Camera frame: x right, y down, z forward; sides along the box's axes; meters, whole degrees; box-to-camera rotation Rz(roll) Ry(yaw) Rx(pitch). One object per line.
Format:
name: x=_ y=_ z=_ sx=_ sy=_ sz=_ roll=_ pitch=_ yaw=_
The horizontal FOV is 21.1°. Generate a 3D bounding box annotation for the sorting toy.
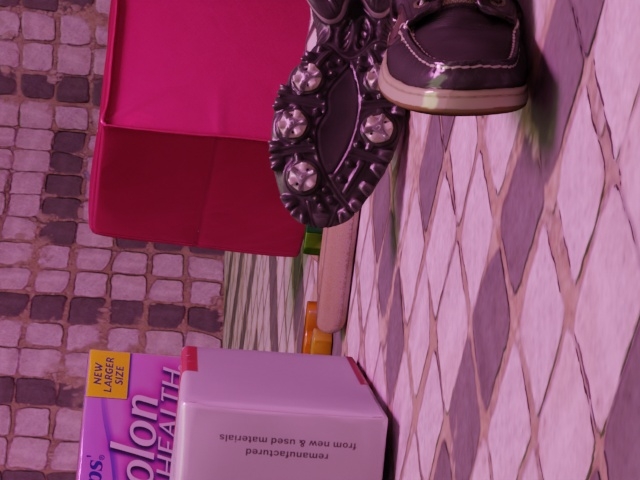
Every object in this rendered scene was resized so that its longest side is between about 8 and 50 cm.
sorting toy: x=0.000 y=0.000 z=1.702 sx=0.229 sy=0.041 sz=0.307 roll=-103 pitch=18 yaw=-70

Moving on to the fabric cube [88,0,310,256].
fabric cube: x=-0.124 y=-0.158 z=1.956 sx=0.258 sy=0.259 sz=0.254 roll=109 pitch=166 yaw=-62

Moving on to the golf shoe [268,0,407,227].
golf shoe: x=0.027 y=-0.130 z=1.397 sx=0.120 sy=0.105 sz=0.273 roll=65 pitch=-149 yaw=-69

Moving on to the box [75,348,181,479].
box: x=-0.115 y=0.232 z=1.669 sx=0.117 sy=0.243 sz=0.213 roll=104 pitch=170 yaw=-58

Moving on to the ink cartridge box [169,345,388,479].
ink cartridge box: x=-0.051 y=0.298 z=1.404 sx=0.279 sy=0.160 sz=0.385 roll=-132 pitch=47 yaw=-82

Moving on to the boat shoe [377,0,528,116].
boat shoe: x=0.072 y=-0.125 z=0.960 sx=0.223 sy=0.080 sz=0.073 roll=-90 pitch=1 yaw=-71
